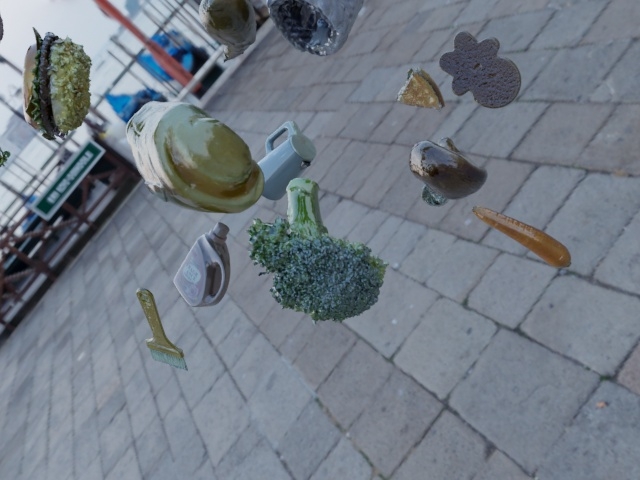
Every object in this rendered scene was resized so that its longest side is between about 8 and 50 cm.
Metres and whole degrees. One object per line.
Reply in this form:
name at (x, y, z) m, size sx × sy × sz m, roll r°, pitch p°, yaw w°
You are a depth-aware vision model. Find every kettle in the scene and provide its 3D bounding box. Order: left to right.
kettle at (-0.136, -0.300, 2.386) m, size 0.243 × 0.159 × 0.211 m, roll -41°, pitch 59°, yaw 37°

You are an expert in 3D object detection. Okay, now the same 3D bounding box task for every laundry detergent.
laundry detergent at (-0.307, 0.078, 1.836) m, size 0.171 × 0.076 × 0.237 m, roll 48°, pitch 114°, yaw 29°

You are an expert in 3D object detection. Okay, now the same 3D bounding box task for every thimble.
thimble at (-0.013, -0.573, 1.577) m, size 0.245 × 0.217 × 0.157 m, roll 69°, pitch -136°, yaw -69°

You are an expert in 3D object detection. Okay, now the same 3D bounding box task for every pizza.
pizza at (0.339, -0.522, 2.294) m, size 0.195 × 0.185 × 0.052 m, roll -4°, pitch 39°, yaw 53°

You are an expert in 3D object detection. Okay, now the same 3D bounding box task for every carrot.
carrot at (0.484, -0.013, 1.542) m, size 0.062 × 0.271 × 0.066 m, roll -57°, pitch 6°, yaw 27°

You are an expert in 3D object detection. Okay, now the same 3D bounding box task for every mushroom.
mushroom at (0.332, -0.178, 1.717) m, size 0.138 × 0.231 × 0.194 m, roll -54°, pitch 44°, yaw 21°

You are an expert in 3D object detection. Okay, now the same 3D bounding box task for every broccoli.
broccoli at (0.014, 0.032, 1.632) m, size 0.274 × 0.353 × 0.397 m, roll -21°, pitch 17°, yaw 9°

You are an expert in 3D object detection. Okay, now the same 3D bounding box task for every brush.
brush at (-0.289, 0.157, 1.157) m, size 0.082 × 0.218 × 0.010 m, roll 14°, pitch 47°, yaw 19°

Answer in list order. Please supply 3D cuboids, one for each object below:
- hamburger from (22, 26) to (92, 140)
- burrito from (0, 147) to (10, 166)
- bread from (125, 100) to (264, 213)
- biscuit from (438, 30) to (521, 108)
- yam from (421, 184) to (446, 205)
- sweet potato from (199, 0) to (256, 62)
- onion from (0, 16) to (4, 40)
hamburger at (-0.606, -0.352, 1.516) m, size 0.261 × 0.138 × 0.243 m, roll 152°, pitch 121°, yaw -74°
burrito at (-0.819, -0.251, 1.419) m, size 0.104 × 0.288 × 0.054 m, roll -39°, pitch 30°, yaw 42°
bread at (-0.300, -0.175, 1.553) m, size 0.341 × 0.300 × 0.210 m, roll 18°, pitch 66°, yaw 51°
biscuit at (0.437, -0.458, 1.775) m, size 0.180 × 0.236 × 0.039 m, roll -51°, pitch -11°, yaw 25°
yam at (0.385, -0.156, 2.160) m, size 0.093 × 0.093 × 0.259 m, roll -44°, pitch -7°, yaw 13°
sweet potato at (-0.225, -0.542, 1.648) m, size 0.130 × 0.130 × 0.422 m, roll -50°, pitch 2°, yaw 0°
onion at (-0.923, -0.622, 1.739) m, size 0.146 × 0.315 × 0.280 m, roll -11°, pitch -10°, yaw -36°
